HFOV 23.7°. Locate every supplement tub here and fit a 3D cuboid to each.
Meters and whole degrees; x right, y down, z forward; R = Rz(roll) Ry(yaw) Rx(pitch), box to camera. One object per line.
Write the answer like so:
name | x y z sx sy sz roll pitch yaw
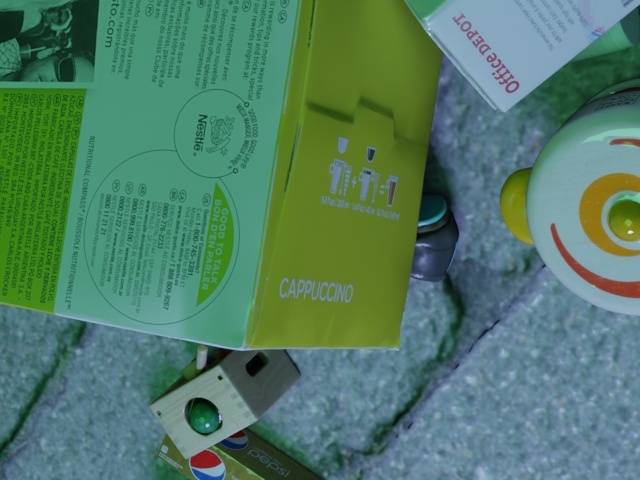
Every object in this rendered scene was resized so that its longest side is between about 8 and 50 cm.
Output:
supplement tub | 0.218 -0.191 1.335 0.107 0.071 0.071 -12 105 30

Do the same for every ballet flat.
ballet flat | 0.000 0.000 1.511 0.280 0.095 0.096 8 126 23

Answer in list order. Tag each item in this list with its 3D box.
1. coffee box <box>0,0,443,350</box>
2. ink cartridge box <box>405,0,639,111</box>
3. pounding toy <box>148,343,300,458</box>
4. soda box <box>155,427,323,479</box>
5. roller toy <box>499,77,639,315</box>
coffee box | -0.110 -0.091 1.319 0.334 0.337 0.338 9 90 23
ink cartridge box | 0.177 -0.227 1.232 0.212 0.154 0.093 -41 51 9
pounding toy | -0.107 0.148 1.591 0.130 0.141 0.100 -32 95 32
soda box | -0.086 0.252 1.674 0.181 0.058 0.061 32 121 10
roller toy | 0.280 -0.039 1.324 0.209 0.146 0.191 37 121 8
